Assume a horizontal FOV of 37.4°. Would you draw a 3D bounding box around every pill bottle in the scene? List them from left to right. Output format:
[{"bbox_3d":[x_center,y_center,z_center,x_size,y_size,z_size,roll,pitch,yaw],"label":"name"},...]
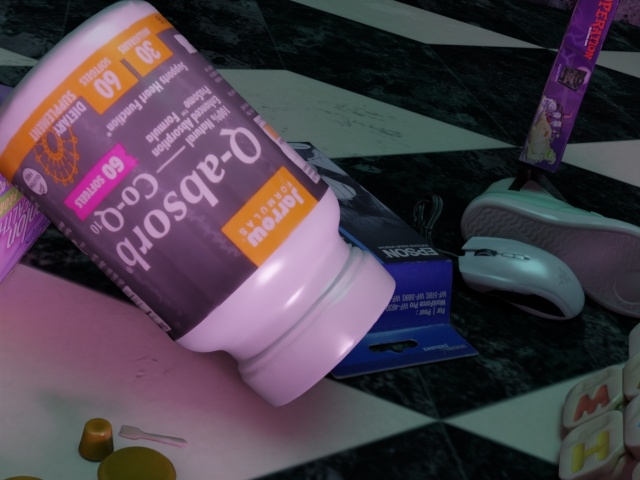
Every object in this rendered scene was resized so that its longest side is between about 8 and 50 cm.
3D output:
[{"bbox_3d":[-0.087,-0.022,0.682,0.278,0.162,0.162,45,26,-6],"label":"pill bottle"}]

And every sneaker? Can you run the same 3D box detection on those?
[{"bbox_3d":[0.288,-0.007,1.036,0.255,0.094,0.151,22,24,10],"label":"sneaker"}]

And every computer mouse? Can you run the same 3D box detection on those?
[{"bbox_3d":[0.178,0.020,0.950,0.193,0.042,0.106,19,49,5],"label":"computer mouse"}]

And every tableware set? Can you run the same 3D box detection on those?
[{"bbox_3d":[-0.144,0.159,0.554,0.104,0.024,0.154,13,27,1],"label":"tableware set"}]

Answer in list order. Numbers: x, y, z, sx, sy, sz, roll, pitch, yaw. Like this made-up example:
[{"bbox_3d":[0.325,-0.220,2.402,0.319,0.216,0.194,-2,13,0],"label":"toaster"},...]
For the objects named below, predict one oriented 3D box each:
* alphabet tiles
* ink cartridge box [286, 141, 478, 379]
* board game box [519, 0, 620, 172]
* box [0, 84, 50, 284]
[{"bbox_3d":[0.297,0.086,0.685,0.021,0.284,0.278,51,28,-8],"label":"alphabet tiles"},{"bbox_3d":[0.000,0.000,0.900,0.165,0.065,0.332,-4,33,-36],"label":"ink cartridge box"},{"bbox_3d":[0.299,-0.190,1.166,0.056,0.208,0.347,24,10,8],"label":"board game box"},{"bbox_3d":[-0.353,-0.056,0.751,0.242,0.117,0.213,15,26,-2],"label":"box"}]
